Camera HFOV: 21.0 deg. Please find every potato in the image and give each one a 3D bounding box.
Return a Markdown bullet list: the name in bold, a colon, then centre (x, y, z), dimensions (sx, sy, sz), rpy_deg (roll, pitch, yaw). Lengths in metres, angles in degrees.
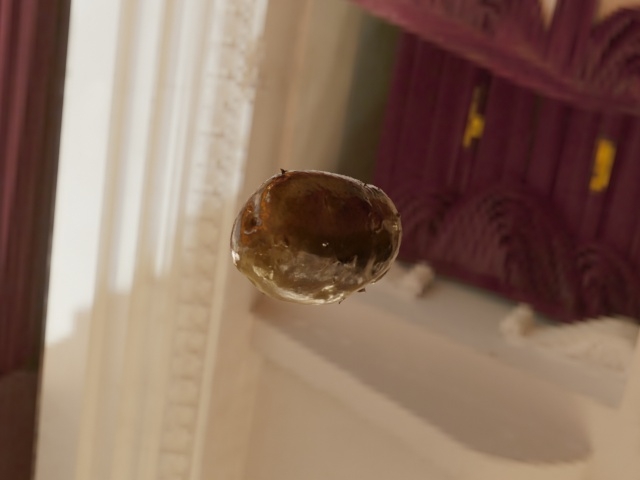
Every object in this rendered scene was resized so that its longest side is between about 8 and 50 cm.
- **potato**: centre (0.000, 0.000, 0.638), dimensions (0.040, 0.051, 0.083), rpy_deg (23, -169, 35)
